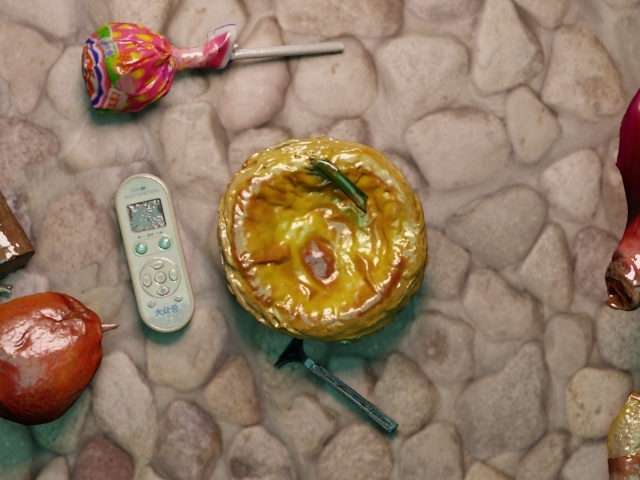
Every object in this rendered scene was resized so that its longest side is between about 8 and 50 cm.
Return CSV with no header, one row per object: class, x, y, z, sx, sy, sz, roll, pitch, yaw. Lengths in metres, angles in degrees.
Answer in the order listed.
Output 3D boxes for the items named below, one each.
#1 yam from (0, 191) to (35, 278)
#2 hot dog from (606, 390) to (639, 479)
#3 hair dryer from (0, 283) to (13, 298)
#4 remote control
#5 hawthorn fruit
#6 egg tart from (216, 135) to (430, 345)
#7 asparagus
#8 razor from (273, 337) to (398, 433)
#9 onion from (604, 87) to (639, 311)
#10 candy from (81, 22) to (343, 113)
yam,-0.444,-0.017,1.468,0.084,0.084,0.127,-27,86,-5
hot dog,0.458,0.345,1.509,0.123,0.093,0.262,4,71,5
hair dryer,-0.523,0.124,1.473,0.237,0.075,0.206,-21,96,-13
remote control,-0.227,0.018,1.501,0.078,0.042,0.222,-13,87,-4
hawthorn fruit,-0.375,0.151,1.434,0.173,0.173,0.179,34,59,-2
egg tart,0.000,0.000,1.483,0.294,0.116,0.295,1,85,-7
asparagus,0.026,-0.078,1.420,0.108,0.025,0.021,43,93,-2
razor,0.028,0.206,1.513,0.190,0.033,0.066,38,86,-2
onion,0.506,-0.052,1.412,0.385,0.348,0.348,-42,90,-7
candy,-0.144,-0.251,1.505,0.365,0.124,0.124,-7,87,-13
